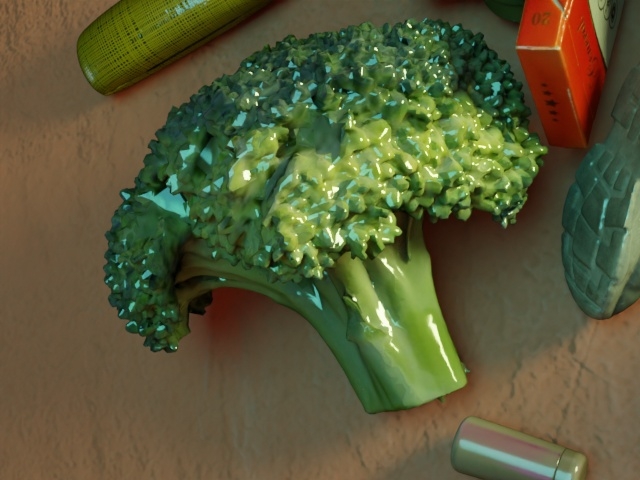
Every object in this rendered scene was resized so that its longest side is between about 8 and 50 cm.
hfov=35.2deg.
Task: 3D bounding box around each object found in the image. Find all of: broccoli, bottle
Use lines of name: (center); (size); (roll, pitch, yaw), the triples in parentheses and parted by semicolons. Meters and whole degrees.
broccoli: (-0.011, -0.015, 0.768); (0.375, 0.249, 0.301); (-25, 65, 13)
bottle: (0.150, 0.166, 0.760); (0.096, 0.045, 0.045); (13, 84, 26)

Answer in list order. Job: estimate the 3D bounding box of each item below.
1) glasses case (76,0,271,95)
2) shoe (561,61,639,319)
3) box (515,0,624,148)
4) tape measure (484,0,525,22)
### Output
glasses case: (-0.139, -0.224, 0.987); (0.234, 0.064, 0.079); (-26, 75, 18)
shoe: (0.265, -0.041, 0.738); (0.099, 0.126, 0.227); (-115, 40, -59)
box: (0.199, -0.205, 0.746); (0.035, 0.139, 0.245); (10, 71, 27)
tape measure: (0.134, -0.286, 0.841); (0.175, 0.106, 0.199); (6, 79, 24)
